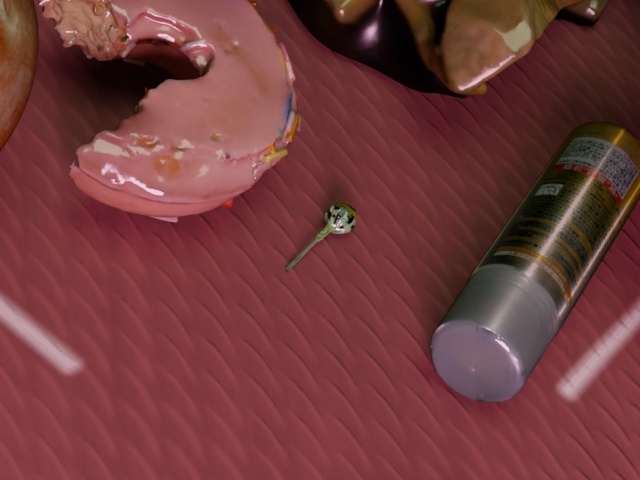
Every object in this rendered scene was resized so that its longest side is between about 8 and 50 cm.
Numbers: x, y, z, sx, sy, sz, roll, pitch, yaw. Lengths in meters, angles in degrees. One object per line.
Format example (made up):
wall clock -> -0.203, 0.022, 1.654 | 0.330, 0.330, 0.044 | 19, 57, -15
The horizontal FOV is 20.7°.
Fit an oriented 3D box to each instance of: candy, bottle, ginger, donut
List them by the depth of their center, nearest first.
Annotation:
donut -> -0.117, -0.118, 1.368 | 0.199, 0.085, 0.233 | 2, 59, -25
candy -> 0.000, 0.000, 1.376 | 0.023, 0.025, 0.083 | 18, 50, 33
bottle -> 0.179, 0.012, 1.391 | 0.082, 0.082, 0.286 | 33, 47, 7
ginger -> 0.128, -0.320, 1.571 | 0.358, 0.211, 0.413 | -17, 59, -34

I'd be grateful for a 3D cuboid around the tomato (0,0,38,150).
tomato -> -0.315, -0.146, 1.198 | 0.270, 0.222, 0.270 | 27, 58, -53
